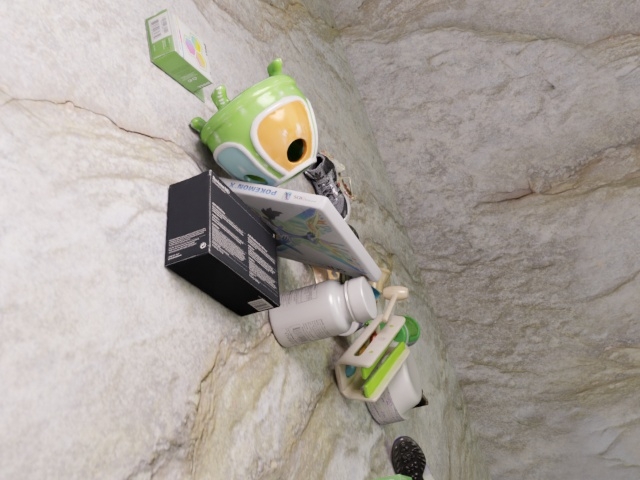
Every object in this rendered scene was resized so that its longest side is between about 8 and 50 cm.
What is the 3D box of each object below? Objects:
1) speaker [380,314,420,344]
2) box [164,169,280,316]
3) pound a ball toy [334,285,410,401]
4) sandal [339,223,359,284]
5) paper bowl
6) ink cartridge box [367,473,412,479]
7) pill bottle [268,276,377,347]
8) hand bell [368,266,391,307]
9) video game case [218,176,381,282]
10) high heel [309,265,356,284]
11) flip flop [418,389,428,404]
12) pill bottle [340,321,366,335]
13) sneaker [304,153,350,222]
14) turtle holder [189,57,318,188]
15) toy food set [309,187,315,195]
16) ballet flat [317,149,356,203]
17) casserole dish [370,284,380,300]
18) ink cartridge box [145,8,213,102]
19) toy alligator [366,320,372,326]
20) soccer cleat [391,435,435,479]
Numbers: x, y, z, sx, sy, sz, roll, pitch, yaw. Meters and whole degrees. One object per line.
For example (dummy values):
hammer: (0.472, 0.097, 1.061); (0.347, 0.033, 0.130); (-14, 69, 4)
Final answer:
speaker: (0.294, 0.347, 2.272); (0.296, 0.131, 0.131); (15, 59, -70)
box: (-0.185, 0.014, 1.186); (0.261, 0.103, 0.184); (48, 32, -52)
pound a ball toy: (0.151, 0.285, 1.748); (0.319, 0.136, 0.208); (-40, 125, -52)
sandal: (0.072, 0.071, 1.935); (0.302, 0.086, 0.120); (82, 30, -47)
paper bowl: (0.233, 0.444, 1.957); (0.284, 0.148, 0.284); (-17, 90, -72)
ink cartridge box: (0.151, 0.689, 1.434); (0.092, 0.160, 0.219); (44, 32, -53)
pill bottle: (0.007, 0.162, 1.407); (0.131, 0.230, 0.131); (-18, 90, -73)
hand bell: (0.190, 0.228, 2.159); (0.126, 0.126, 0.241); (43, 46, -57)
video game case: (-0.047, -0.020, 1.367); (0.036, 0.300, 0.329); (-63, 144, -19)
high heel: (-0.016, 0.116, 1.679); (0.261, 0.093, 0.186); (39, 70, -14)
flip flop: (0.338, 0.569, 2.208); (0.277, 0.112, 0.080); (44, 37, -64)
pill bottle: (0.090, 0.230, 1.816); (0.169, 0.094, 0.094); (-1, 73, -72)
sneaker: (0.013, -0.179, 1.996); (0.153, 0.101, 0.268); (40, 30, -59)
turtle holder: (-0.144, -0.218, 1.332); (0.227, 0.320, 0.243); (56, 40, -4)
toy food set: (-0.037, -0.105, 1.898); (0.122, 0.019, 0.078); (-80, 149, -41)
ballet flat: (0.070, -0.240, 2.259); (0.091, 0.077, 0.240); (-70, 138, -62)
casserole dish: (0.127, 0.181, 1.971); (0.037, 0.114, 0.188); (53, 8, 30)
ink cartridge box: (-0.295, -0.403, 1.335); (0.209, 0.062, 0.108); (31, 43, -65)
toy alligator: (0.163, 0.269, 2.085); (0.052, 0.056, 0.189); (-8, 79, -30)
soccer cleat: (0.304, 0.749, 1.978); (0.318, 0.109, 0.116); (61, -2, -22)
